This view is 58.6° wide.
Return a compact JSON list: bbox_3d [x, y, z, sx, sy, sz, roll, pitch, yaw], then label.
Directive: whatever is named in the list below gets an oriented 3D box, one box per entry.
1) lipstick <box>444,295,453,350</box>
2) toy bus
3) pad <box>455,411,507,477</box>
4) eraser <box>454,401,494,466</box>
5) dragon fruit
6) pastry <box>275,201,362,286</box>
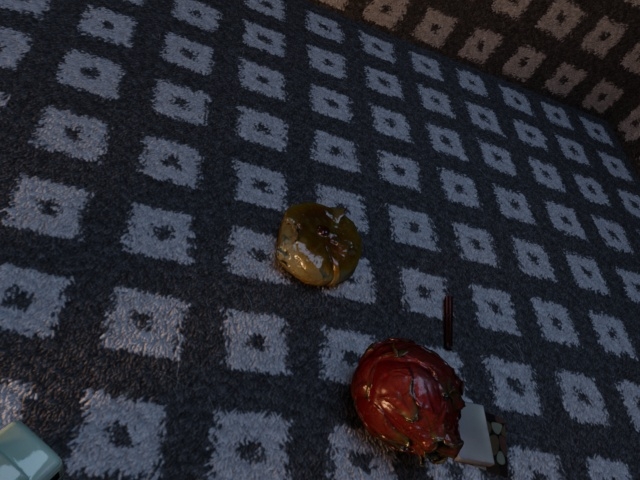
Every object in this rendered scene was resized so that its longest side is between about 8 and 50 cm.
[{"bbox_3d":[0.358,0.230,1.595,0.027,0.027,0.176,23,47,-12],"label":"lipstick"},{"bbox_3d":[-0.521,0.406,0.839,0.133,0.164,0.271,40,45,5],"label":"toy bus"},{"bbox_3d":[0.361,0.474,1.406,0.235,0.003,0.158,24,46,-11],"label":"pad"},{"bbox_3d":[0.365,0.468,1.393,0.104,0.023,0.150,16,48,-18],"label":"eraser"},{"bbox_3d":[0.200,0.344,1.254,0.244,0.244,0.299,-11,42,-36],"label":"dragon fruit"},{"bbox_3d":[0.002,0.005,1.508,0.236,0.121,0.257,20,47,-15],"label":"pastry"}]
